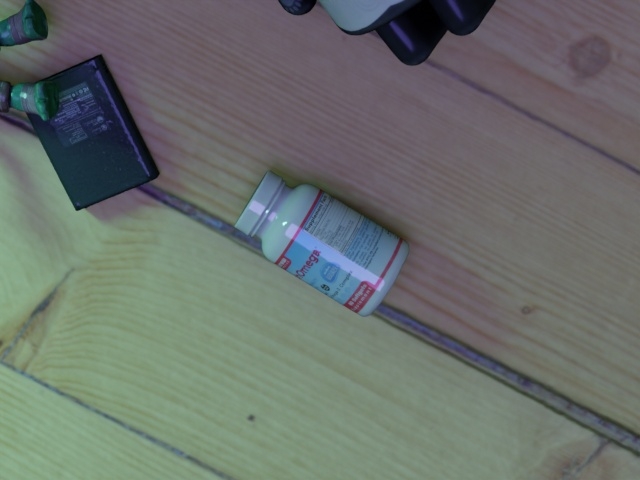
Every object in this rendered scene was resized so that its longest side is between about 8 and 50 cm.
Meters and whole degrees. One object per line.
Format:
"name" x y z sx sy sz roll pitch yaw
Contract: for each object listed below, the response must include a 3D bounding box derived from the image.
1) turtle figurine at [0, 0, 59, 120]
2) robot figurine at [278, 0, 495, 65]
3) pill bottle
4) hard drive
"turtle figurine" -0.377 -0.160 1.652 0.234 0.118 0.175 -8 115 7
"robot figurine" 0.044 -0.298 1.525 0.209 0.173 0.278 -39 102 -6
"pill bottle" 0.000 0.000 1.677 0.160 0.087 0.087 31 110 -4
"hard drive" -0.231 -0.106 1.702 0.094 0.022 0.135 -21 105 14
